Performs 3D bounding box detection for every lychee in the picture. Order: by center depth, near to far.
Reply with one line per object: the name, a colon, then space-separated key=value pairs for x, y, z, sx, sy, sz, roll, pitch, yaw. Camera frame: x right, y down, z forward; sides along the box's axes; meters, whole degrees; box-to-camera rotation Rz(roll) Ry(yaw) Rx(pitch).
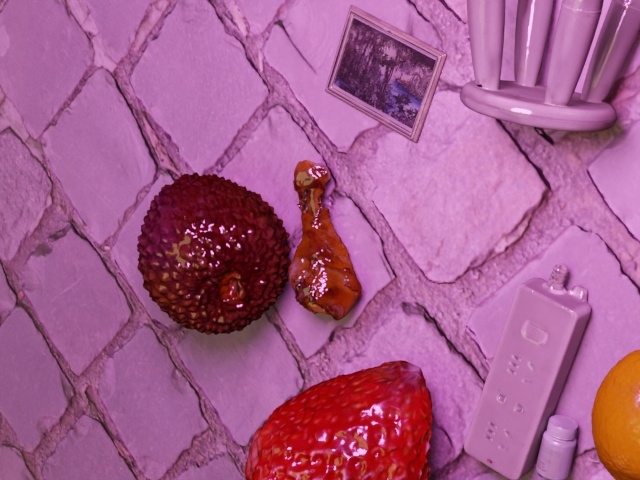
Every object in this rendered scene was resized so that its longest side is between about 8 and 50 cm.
lychee: x=-0.179 y=0.007 z=1.885 sx=0.271 sy=0.271 sz=0.271 roll=11 pitch=108 yaw=37

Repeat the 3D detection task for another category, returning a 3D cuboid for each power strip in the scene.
power strip: x=0.288 y=0.185 z=1.647 sx=0.098 sy=0.058 sz=0.338 roll=30 pitch=118 yaw=31

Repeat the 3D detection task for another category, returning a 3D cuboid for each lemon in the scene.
lemon: x=0.428 y=0.229 z=1.461 sx=0.187 sy=0.187 sz=0.244 roll=13 pitch=110 yaw=37

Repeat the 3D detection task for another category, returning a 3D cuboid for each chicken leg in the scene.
chicken leg: x=-0.001 y=0.000 z=1.829 sx=0.087 sy=0.107 sz=0.251 roll=172 pitch=92 yaw=-85

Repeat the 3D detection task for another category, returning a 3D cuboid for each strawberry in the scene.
strawberry: x=0.024 y=0.331 z=1.765 sx=0.292 sy=0.292 sz=0.310 roll=16 pitch=118 yaw=36

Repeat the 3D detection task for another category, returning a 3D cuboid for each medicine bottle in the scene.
medicine bottle: x=0.329 y=0.288 z=1.646 sx=0.047 sy=0.047 sz=0.083 roll=22 pitch=114 yaw=34

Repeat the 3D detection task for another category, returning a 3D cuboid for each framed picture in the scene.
framed picture: x=0.090 y=-0.243 z=1.732 sx=0.183 sy=0.011 sz=0.142 roll=34 pitch=121 yaw=29

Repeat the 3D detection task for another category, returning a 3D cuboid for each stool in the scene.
stool: x=0.278 y=-0.248 z=1.455 sx=0.195 sy=0.195 sz=0.198 roll=18 pitch=110 yaw=36
